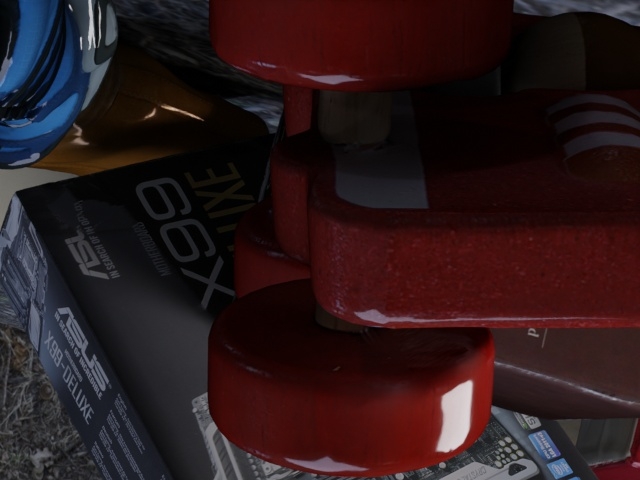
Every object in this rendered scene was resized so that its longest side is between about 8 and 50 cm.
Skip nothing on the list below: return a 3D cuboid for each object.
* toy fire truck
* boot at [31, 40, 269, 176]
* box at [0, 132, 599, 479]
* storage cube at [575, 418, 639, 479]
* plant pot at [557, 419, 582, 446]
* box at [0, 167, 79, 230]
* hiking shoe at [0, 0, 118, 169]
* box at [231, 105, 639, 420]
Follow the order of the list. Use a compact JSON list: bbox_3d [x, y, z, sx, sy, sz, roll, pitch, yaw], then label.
[{"bbox_3d":[0.090,-0.033,0.641,0.254,0.169,0.302,2,-162,1],"label":"toy fire truck"},{"bbox_3d":[-0.191,-0.071,1.134,0.211,0.104,0.295,22,163,-39],"label":"boot"},{"bbox_3d":[-0.014,0.083,0.986,0.242,0.307,0.076,-14,150,-34],"label":"box"},{"bbox_3d":[0.287,0.083,1.098,0.193,0.184,0.215,15,171,0],"label":"storage cube"},{"bbox_3d":[0.209,0.120,1.306,0.284,0.284,0.191,13,133,6],"label":"plant pot"},{"bbox_3d":[-0.297,-0.055,1.400,0.113,0.094,0.275,10,169,21],"label":"box"},{"bbox_3d":[-0.153,-0.093,0.699,0.113,0.132,0.304,24,155,3],"label":"hiking shoe"},{"bbox_3d":[0.080,-0.010,0.901,0.203,0.168,0.167,17,169,-12],"label":"box"}]
